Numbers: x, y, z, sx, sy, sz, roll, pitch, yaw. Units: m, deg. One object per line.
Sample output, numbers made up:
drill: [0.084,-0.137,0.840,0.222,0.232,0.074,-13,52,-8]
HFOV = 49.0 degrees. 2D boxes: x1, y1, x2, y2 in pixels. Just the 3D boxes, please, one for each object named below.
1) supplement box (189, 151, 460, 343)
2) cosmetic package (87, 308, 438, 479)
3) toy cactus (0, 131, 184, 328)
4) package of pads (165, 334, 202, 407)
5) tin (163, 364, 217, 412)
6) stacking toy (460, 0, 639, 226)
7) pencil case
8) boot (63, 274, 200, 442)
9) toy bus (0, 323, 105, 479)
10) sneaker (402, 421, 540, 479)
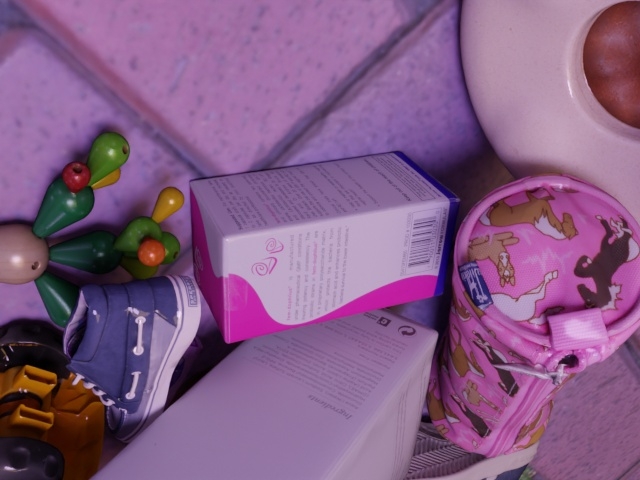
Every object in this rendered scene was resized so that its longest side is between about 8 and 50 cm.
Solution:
supplement box: [0.000,0.000,0.652,0.220,0.114,0.111,-11,125,-23]
cosmetic package: [-0.051,0.228,0.621,0.385,0.156,0.217,-36,140,-49]
toy cactus: [-0.206,0.020,0.577,0.181,0.112,0.218,0,128,-16]
package of pads: [-0.160,0.126,0.701,0.050,0.032,0.083,20,109,-37]
tin: [-0.133,0.218,0.772,0.106,0.040,0.189,29,104,-33]
stacking toy: [0.396,-0.232,0.647,0.480,0.351,0.350,-35,132,-29]
pencil case: [0.194,0.100,0.704,0.167,0.160,0.386,-42,157,-17]
boot: [-0.165,0.098,0.555,0.086,0.069,0.190,1,131,-34]
toy bus: [-0.328,0.167,0.585,0.220,0.149,0.211,31,118,-35]
sneaker: [0.133,0.312,0.900,0.350,0.131,0.148,4,114,-32]
